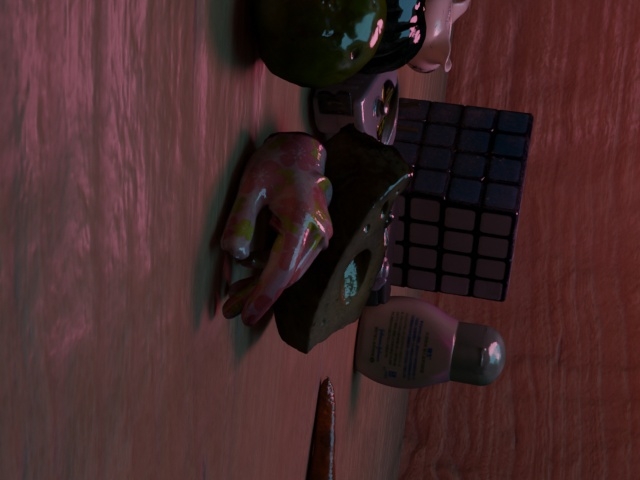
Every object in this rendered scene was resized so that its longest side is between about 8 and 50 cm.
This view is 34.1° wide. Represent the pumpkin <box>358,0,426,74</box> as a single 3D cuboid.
[{"bbox_3d":[0.074,-0.349,1.517,0.220,0.162,0.220,1,90,-88],"label":"pumpkin"}]

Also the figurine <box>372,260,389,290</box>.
[{"bbox_3d":[0.060,0.025,1.841,0.184,0.128,0.208,-47,140,-75],"label":"figurine"}]

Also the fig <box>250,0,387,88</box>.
[{"bbox_3d":[0.005,-0.254,1.228,0.233,0.167,0.167,23,75,-71],"label":"fig"}]

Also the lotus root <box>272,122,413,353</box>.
[{"bbox_3d":[-0.003,0.002,1.432,0.142,0.210,0.314,-13,122,-39],"label":"lotus root"}]

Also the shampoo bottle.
[{"bbox_3d":[0.265,0.253,2.481,0.151,0.350,0.221,-18,116,-77],"label":"shampoo bottle"}]

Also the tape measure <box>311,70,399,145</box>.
[{"bbox_3d":[0.066,-0.208,1.683,0.236,0.120,0.197,-61,152,-49],"label":"tape measure"}]

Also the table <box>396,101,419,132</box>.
[{"bbox_3d":[0.121,-0.188,2.022,0.121,0.111,0.240,86,16,-45],"label":"table"}]

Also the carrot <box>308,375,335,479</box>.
[{"bbox_3d":[0.008,0.376,2.059,0.057,0.057,0.224,-13,106,-79],"label":"carrot"}]

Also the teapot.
[{"bbox_3d":[0.268,-0.511,2.451,0.299,0.166,0.208,-61,148,-35],"label":"teapot"}]

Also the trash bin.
[{"bbox_3d":[0.101,0.015,2.122,0.176,0.101,0.236,75,22,-60],"label":"trash bin"}]

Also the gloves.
[{"bbox_3d":[-0.048,-0.010,1.256,0.145,0.126,0.241,90,3,-64],"label":"gloves"}]

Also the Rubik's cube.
[{"bbox_3d":[0.313,-0.100,2.500,0.343,0.337,0.344,86,15,-49],"label":"Rubik's cube"}]
